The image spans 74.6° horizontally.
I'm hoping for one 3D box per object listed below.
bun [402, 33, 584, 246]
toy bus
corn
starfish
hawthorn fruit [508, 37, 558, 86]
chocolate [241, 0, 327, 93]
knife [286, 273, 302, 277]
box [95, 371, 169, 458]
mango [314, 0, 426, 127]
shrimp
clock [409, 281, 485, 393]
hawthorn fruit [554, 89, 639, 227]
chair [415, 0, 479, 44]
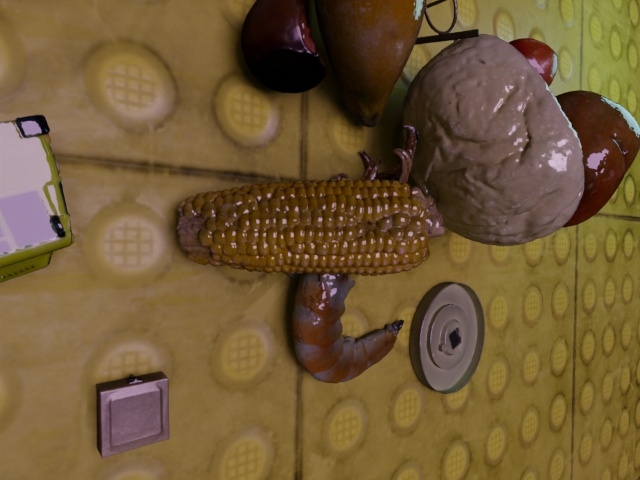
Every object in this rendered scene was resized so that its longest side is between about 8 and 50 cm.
[{"bbox_3d":[0.267,-0.152,0.729,0.227,0.349,0.352,-29,130,13],"label":"bun"},{"bbox_3d":[-0.359,-0.016,0.357,0.261,0.128,0.150,-23,105,-32],"label":"toy bus"},{"bbox_3d":[-0.007,-0.016,0.549,0.345,0.130,0.131,-2,93,-3],"label":"corn"},{"bbox_3d":[0.096,-0.109,0.654,0.146,0.189,0.074,-40,102,-21],"label":"starfish"},{"bbox_3d":[0.450,-0.387,0.941,0.137,0.132,0.133,0,91,-28],"label":"hawthorn fruit"},{"bbox_3d":[-0.045,-0.288,0.588,0.127,0.124,0.133,13,58,-24],"label":"chocolate"},{"bbox_3d":[0.000,0.000,0.683,0.162,0.023,0.044,-43,117,-27],"label":"knife"},{"bbox_3d":[-0.229,0.208,0.513,0.079,0.035,0.084,0,90,-36],"label":"box"},{"bbox_3d":[0.070,-0.305,0.604,0.316,0.145,0.193,77,5,-59],"label":"mango"},{"bbox_3d":[0.043,0.145,0.684,0.287,0.068,0.185,46,71,-34],"label":"shrimp"},{"bbox_3d":[0.277,0.205,0.887,0.234,0.029,0.236,-1,92,-36],"label":"clock"},{"bbox_3d":[0.512,-0.155,0.914,0.267,0.267,0.301,43,76,-29],"label":"hawthorn fruit"},{"bbox_3d":[0.161,-0.362,0.681,0.104,0.221,0.096,-9,106,-36],"label":"chair"}]
